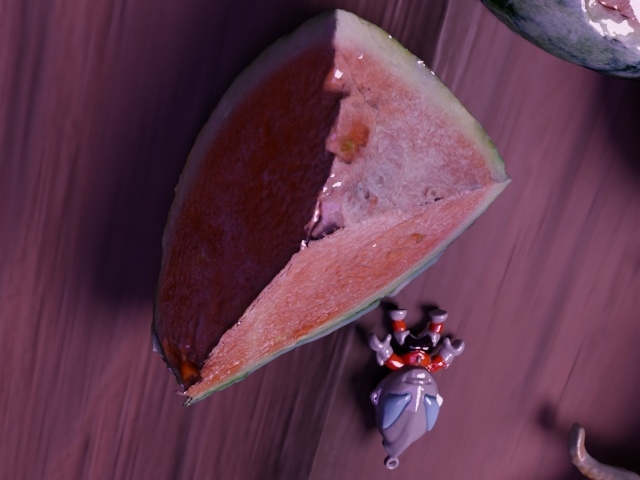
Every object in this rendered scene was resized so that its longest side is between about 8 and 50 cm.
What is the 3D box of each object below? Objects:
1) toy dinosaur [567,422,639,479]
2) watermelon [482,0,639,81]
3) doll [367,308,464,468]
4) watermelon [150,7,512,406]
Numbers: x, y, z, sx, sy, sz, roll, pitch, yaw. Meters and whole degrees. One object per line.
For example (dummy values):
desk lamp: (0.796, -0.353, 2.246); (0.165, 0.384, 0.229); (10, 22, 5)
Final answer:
toy dinosaur: (0.304, 0.119, 0.696); (0.393, 0.092, 0.205); (-7, 84, 22)
watermelon: (0.161, -0.160, 0.604); (0.187, 0.071, 0.139); (28, 106, -15)
doll: (0.058, 0.099, 0.731); (0.057, 0.039, 0.114); (-4, 108, -39)
watermelon: (0.006, -0.010, 0.655); (0.146, 0.128, 0.231); (11, 132, -38)
